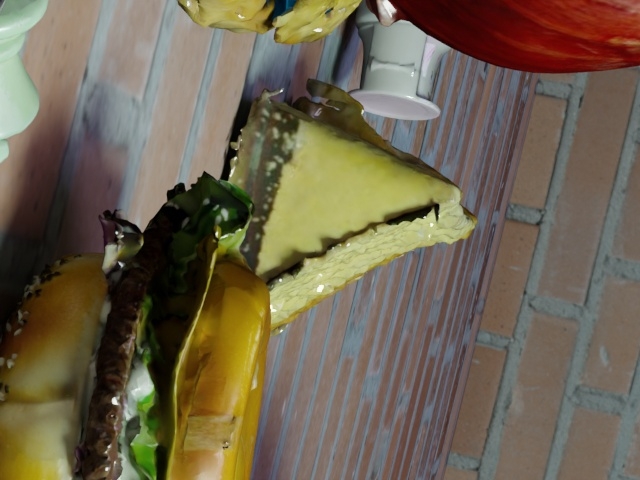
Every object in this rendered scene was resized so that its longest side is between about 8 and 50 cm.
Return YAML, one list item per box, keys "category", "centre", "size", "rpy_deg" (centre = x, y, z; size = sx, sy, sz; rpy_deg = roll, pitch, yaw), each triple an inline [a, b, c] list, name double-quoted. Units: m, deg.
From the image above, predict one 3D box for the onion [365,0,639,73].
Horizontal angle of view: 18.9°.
- category: "onion"
  centre: [0.130, -0.228, 0.878]
  size: [0.341, 0.341, 0.341]
  rpy_deg: [13, 90, -80]

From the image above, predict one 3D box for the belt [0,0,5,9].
- category: "belt"
  centre: [-0.097, -0.082, 0.373]
  size: [0.126, 0.094, 0.359]
  rpy_deg: [98, 12, -51]

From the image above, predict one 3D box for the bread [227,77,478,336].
- category: "bread"
  centre: [0.000, 0.000, 1.015]
  size: [0.152, 0.127, 0.147]
  rpy_deg: [-60, 170, 3]

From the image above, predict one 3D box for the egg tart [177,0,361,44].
- category: "egg tart"
  centre: [-0.018, -0.204, 0.632]
  size: [0.291, 0.107, 0.291]
  rpy_deg: [14, 90, -75]

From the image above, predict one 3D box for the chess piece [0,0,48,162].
- category: "chess piece"
  centre: [-0.093, -0.071, 0.523]
  size: [0.059, 0.059, 0.149]
  rpy_deg: [-66, 169, -47]

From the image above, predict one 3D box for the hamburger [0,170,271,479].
- category: "hamburger"
  centre: [-0.071, 0.067, 0.691]
  size: [0.164, 0.093, 0.189]
  rpy_deg: [93, 8, -71]

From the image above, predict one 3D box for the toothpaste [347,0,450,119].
- category: "toothpaste"
  centre: [0.071, -0.238, 1.199]
  size: [0.100, 0.066, 0.323]
  rpy_deg: [56, 43, -77]
